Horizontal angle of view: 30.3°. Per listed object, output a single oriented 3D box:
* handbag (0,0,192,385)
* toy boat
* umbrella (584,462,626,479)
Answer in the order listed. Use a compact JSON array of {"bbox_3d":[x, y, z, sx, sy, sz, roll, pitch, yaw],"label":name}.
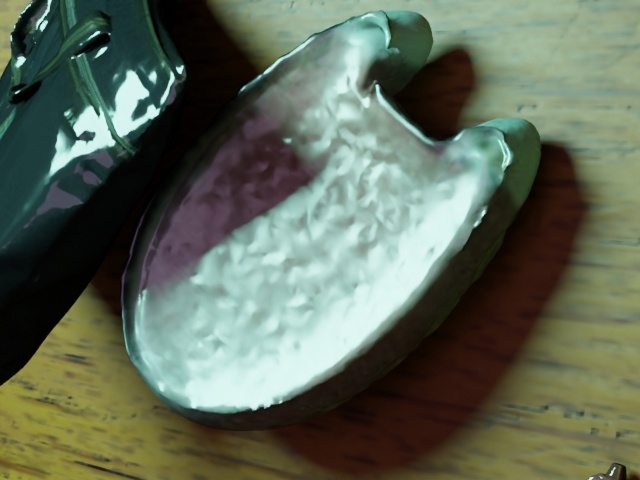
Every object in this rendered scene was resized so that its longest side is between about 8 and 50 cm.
[{"bbox_3d":[-0.139,-0.064,0.651,0.211,0.088,0.254,-54,28,20],"label":"handbag"},{"bbox_3d":[0.000,0.000,0.589,0.227,0.085,0.155,-46,69,10],"label":"toy boat"},{"bbox_3d":[0.107,0.176,0.511,0.027,0.025,0.165,17,93,58],"label":"umbrella"}]
